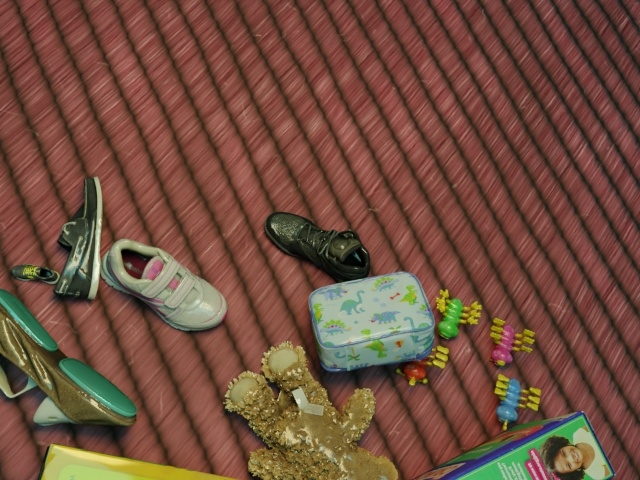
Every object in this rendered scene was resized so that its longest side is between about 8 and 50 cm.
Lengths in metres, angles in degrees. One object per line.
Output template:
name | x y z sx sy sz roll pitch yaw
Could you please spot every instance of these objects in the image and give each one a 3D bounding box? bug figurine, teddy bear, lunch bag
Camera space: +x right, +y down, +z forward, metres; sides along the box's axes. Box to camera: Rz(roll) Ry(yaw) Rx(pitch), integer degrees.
bug figurine | 0.291 0.226 1.369 0.279 0.072 0.216 25 62 2
teddy bear | -0.019 0.341 1.256 0.338 0.113 0.245 32 60 8
lunch bag | 0.093 0.145 1.299 0.219 0.090 0.176 -11 39 -5

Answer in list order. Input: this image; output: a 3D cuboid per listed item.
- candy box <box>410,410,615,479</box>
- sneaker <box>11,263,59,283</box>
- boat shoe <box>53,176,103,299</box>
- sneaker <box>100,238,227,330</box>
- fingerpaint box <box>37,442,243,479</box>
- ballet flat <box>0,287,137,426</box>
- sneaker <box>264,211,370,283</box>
candy box | 0.279 0.416 1.195 0.317 0.268 0.122 -22 75 -18
sneaker | -0.511 0.056 1.271 0.083 0.035 0.031 8 69 -10
boat shoe | -0.434 -0.010 1.283 0.079 0.084 0.233 6 72 -18
sneaker | -0.283 0.079 1.272 0.252 0.111 0.103 26 68 -3
fingerpaint box | -0.284 0.563 1.054 0.371 0.163 0.445 16 68 -17
ballet flat | -0.466 0.228 1.192 0.342 0.116 0.124 40 88 3
sneaker | 0.000 0.000 1.354 0.227 0.130 0.087 34 66 3
